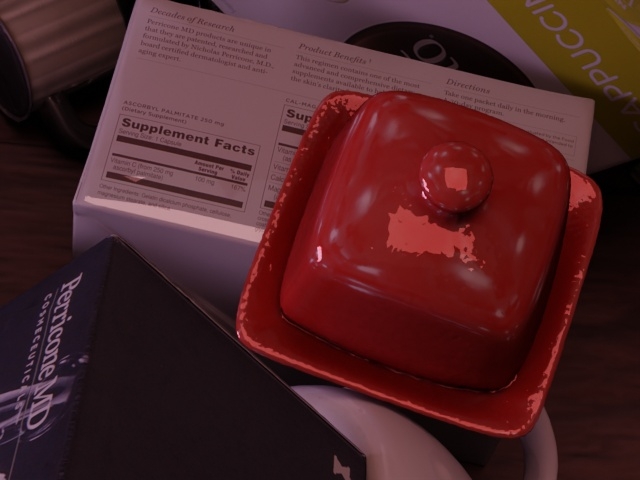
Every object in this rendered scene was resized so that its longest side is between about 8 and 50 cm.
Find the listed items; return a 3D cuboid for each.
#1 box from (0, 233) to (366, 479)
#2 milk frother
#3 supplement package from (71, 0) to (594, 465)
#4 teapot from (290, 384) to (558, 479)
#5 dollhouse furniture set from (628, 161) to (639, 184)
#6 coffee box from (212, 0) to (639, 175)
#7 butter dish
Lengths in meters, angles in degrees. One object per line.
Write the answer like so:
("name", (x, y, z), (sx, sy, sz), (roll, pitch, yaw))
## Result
("box", (-0.158, 0.223, 0.775), (0.179, 0.312, 0.343), (45, 28, -28))
("milk frother", (-0.133, -0.137, 1.183), (0.135, 0.143, 0.129), (-29, 74, -26))
("supplement package", (0.000, 0.000, 1.081), (0.262, 0.204, 0.145), (14, 60, -1))
("teapot", (0.010, 0.206, 0.957), (0.187, 0.256, 0.252), (39, 26, -33))
("dollhouse furniture set", (0.232, -0.085, 1.260), (0.076, 0.058, 0.151), (-27, 66, -23))
("coffee box", (0.128, -0.267, 1.114), (0.337, 0.334, 0.338), (46, 50, -24))
("butter dish", (0.057, -0.009, 0.909), (0.160, 0.118, 0.160), (20, 64, 2))
